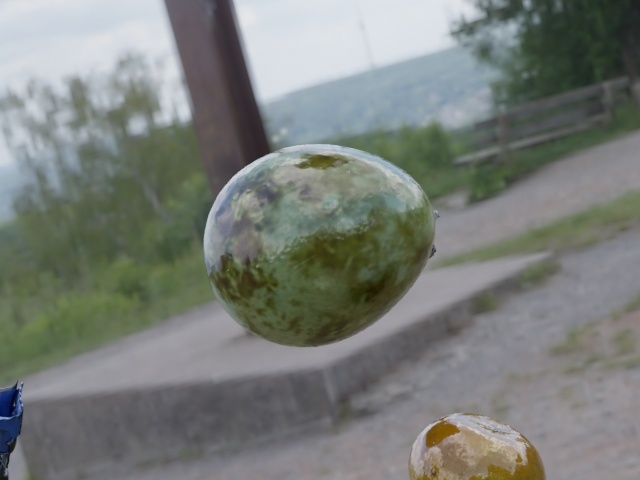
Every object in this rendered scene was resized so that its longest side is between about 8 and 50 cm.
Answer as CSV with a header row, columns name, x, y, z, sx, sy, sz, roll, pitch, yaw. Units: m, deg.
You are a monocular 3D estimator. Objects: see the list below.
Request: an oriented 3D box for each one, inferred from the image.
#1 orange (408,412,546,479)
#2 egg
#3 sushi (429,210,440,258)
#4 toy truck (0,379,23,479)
name,x,y,z,sx,sy,sz,roll,pitch,yaw
orange,0.171,0.264,1.770,0.155,0.134,0.154,23,9,-4
egg,0.000,0.000,1.881,0.289,0.238,0.238,-24,1,26
sushi,0.077,-0.016,2.482,0.274,0.184,0.139,32,9,25
toy truck,-0.376,0.227,1.597,0.208,0.126,0.113,-60,14,1
